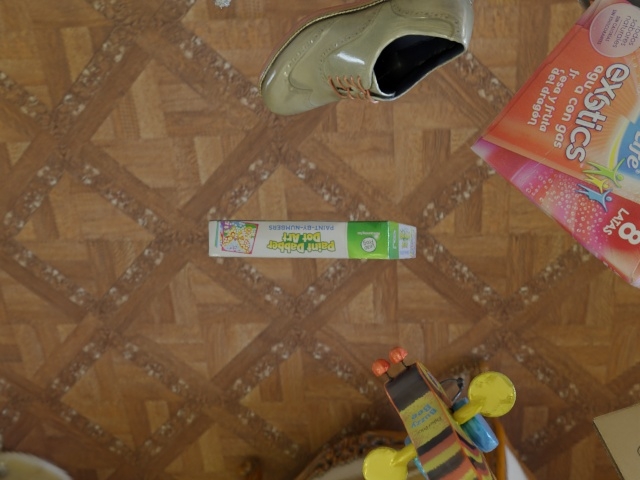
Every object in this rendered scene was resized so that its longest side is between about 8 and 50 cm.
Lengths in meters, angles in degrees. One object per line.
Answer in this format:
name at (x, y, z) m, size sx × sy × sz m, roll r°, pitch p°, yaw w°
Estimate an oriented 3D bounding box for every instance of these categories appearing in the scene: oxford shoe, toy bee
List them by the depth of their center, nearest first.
toy bee at (0.122, 0.218, 0.941) m, size 0.195 × 0.298 × 0.162 m, roll -45°, pitch 109°, yaw -11°
oxford shoe at (0.051, -0.271, 1.180) m, size 0.397 × 0.146 × 0.140 m, roll -24°, pitch 141°, yaw 37°

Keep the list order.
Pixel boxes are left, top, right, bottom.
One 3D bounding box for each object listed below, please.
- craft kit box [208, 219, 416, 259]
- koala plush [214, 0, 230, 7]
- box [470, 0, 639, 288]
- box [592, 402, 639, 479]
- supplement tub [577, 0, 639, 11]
craft kit box at (0.000, 0.000, 1.118) m, size 0.247 × 0.250 × 0.061 m, roll -2°, pitch 89°, yaw 15°
koala plush at (-0.153, -0.430, 1.079) m, size 0.196 × 0.221 × 0.203 m, roll 48°, pitch 70°, yaw -19°
box at (0.263, -0.052, 0.624) m, size 0.154 × 0.300 × 0.142 m, roll 46°, pitch 106°, yaw 25°
box at (0.551, 0.323, 1.205) m, size 0.201 × 0.164 × 0.021 m, roll -16°, pitch 145°, yaw -5°
supplement tub at (0.401, -0.279, 0.770) m, size 0.338 × 0.207 × 0.207 m, roll 41°, pitch 126°, yaw 32°
